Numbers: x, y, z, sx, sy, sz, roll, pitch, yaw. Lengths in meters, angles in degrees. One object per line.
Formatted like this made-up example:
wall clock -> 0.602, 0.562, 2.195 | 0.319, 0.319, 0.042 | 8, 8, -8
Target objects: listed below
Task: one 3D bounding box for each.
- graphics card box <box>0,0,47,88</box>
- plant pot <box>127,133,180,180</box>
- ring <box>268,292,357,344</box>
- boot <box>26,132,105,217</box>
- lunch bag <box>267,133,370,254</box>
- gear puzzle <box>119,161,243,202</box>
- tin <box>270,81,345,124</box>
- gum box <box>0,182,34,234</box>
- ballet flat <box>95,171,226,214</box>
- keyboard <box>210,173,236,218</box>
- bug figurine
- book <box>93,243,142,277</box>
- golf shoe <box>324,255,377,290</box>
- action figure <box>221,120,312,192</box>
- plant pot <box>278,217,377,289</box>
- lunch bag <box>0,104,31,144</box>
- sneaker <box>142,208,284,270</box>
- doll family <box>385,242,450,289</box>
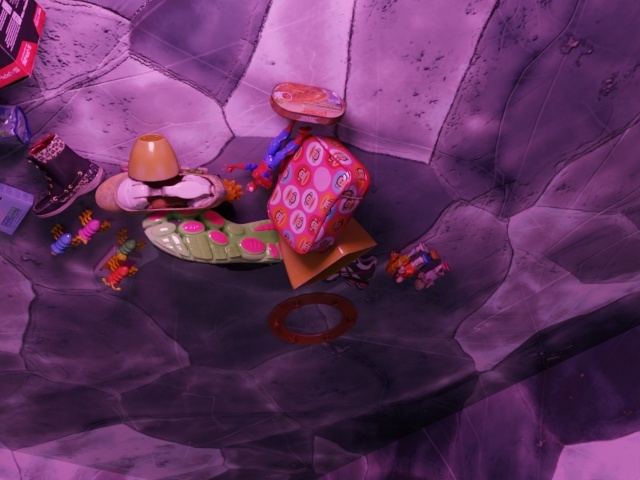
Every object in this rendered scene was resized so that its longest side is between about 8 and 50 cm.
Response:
graphics card box -> -0.696, -0.497, 1.281 | 0.094, 0.232, 0.371 | -19, 140, 14
plant pot -> -0.437, -0.223, 1.753 | 0.134, 0.134, 0.095 | -2, 117, -7
ring -> -0.027, 0.304, 2.518 | 0.337, 0.032, 0.336 | -5, 140, -4
boot -> -0.717, -0.171, 1.789 | 0.236, 0.085, 0.178 | -29, 134, 14
lunch bag -> -0.025, -0.134, 1.822 | 0.120, 0.258, 0.293 | -2, 133, -48
gear puzzle -> -0.386, -0.132, 1.888 | 0.339, 0.044, 0.175 | 3, 137, -6
tin -> -0.032, -0.339, 1.679 | 0.190, 0.106, 0.040 | 7, 139, -16
gum box -> -0.919, -0.101, 1.872 | 0.184, 0.041, 0.157 | 25, 131, -32
ballet flat -> -0.424, -0.129, 1.780 | 0.349, 0.123, 0.123 | -2, 140, -6
keyboard -> -0.321, -0.118, 1.966 | 0.108, 0.023, 0.180 | -12, 140, 5
bug figurine -> -0.660, 0.028, 2.008 | 0.279, 0.072, 0.216 | 33, 123, -23
book -> -0.644, 0.075, 2.139 | 0.096, 0.035, 0.144 | 22, 132, -36
golf shoe -> 0.058, 0.077, 2.223 | 0.273, 0.105, 0.120 | 12, 121, -30
action figure -> -0.153, -0.219, 1.796 | 0.139, 0.091, 0.280 | -11, 150, -43
plant pot -> 0.000, 0.000, 1.997 | 0.212, 0.187, 0.212 | -36, 169, 30
lunch bag -> -0.787, -0.276, 1.644 | 0.129, 0.096, 0.151 | 2, 169, -11
sneaker -> -0.300, 0.018, 1.975 | 0.483, 0.185, 0.202 | 12, 149, -37
doll family -> 0.311, 0.085, 2.268 | 0.163, 0.118, 0.263 | -36, 151, 22
